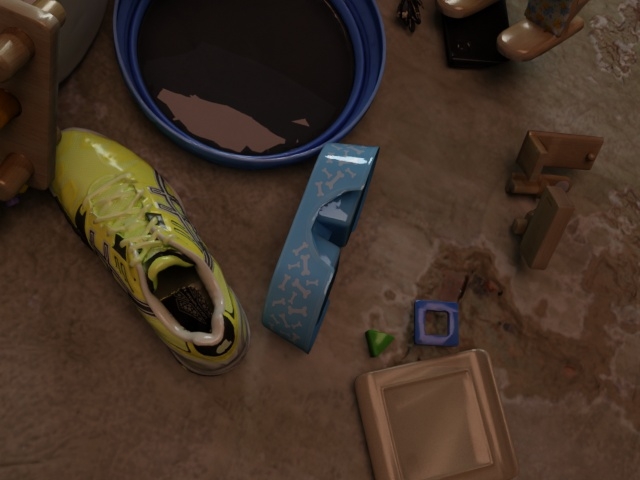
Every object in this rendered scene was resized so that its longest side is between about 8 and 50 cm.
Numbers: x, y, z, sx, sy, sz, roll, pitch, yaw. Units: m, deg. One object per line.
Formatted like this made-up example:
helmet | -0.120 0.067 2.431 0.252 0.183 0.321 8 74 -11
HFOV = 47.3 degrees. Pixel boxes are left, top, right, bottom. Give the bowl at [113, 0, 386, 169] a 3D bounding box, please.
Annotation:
bowl | -0.101 -0.286 1.070 0.390 0.077 0.392 3 75 -12

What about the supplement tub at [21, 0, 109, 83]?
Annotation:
supplement tub | -0.452 -0.354 0.931 0.316 0.228 0.228 28 72 -5

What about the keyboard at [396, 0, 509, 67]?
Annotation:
keyboard | 0.207 -0.432 1.200 0.201 0.033 0.318 0 75 -18

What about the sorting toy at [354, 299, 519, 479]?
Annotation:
sorting toy | 0.156 0.257 1.005 0.195 0.047 0.348 -10 78 -10

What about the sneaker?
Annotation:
sneaker | -0.215 -0.003 0.935 0.145 0.147 0.385 -39 84 -16

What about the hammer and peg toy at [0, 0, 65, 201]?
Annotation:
hammer and peg toy | -0.466 -0.212 0.811 0.361 0.266 0.127 23 47 -3

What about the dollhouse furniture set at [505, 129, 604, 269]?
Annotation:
dollhouse furniture set | 0.363 -0.057 1.078 0.123 0.144 0.151 3 39 -12

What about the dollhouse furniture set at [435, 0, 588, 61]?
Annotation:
dollhouse furniture set | 0.189 -0.484 1.012 0.256 0.362 0.394 -32 59 -23

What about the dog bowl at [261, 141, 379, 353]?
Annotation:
dog bowl | 0.000 0.000 0.980 0.074 0.166 0.297 18 73 4

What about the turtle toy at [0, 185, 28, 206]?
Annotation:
turtle toy | -0.421 -0.073 0.942 0.095 0.066 0.130 14 44 -8
